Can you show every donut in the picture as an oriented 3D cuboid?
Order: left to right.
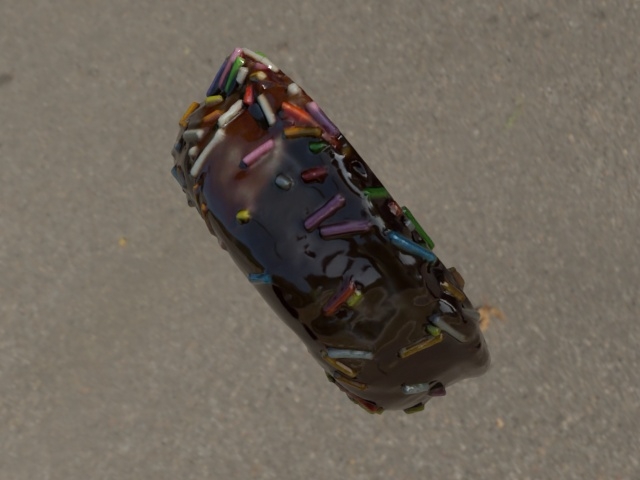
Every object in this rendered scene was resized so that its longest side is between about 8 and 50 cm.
[{"bbox_3d":[0.000,0.000,0.670,0.089,0.235,0.235,-38,52,0],"label":"donut"}]
